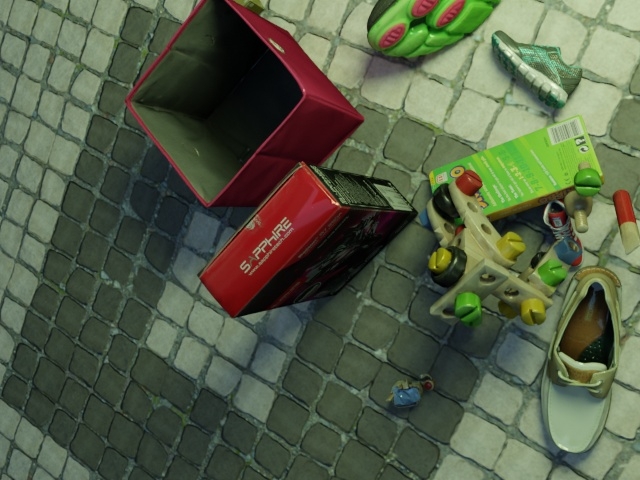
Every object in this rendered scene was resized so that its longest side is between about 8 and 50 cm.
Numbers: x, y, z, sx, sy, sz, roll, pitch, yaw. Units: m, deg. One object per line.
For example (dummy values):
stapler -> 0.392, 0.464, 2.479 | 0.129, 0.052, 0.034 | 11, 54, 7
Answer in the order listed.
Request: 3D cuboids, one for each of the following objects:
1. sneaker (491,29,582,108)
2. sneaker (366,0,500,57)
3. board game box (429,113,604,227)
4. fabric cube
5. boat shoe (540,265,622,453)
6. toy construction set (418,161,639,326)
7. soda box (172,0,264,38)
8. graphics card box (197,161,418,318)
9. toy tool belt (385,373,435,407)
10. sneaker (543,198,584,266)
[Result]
sneaker -> 0.349, -0.289, 1.049 | 0.076, 0.065, 0.166 | -44, 78, 2
sneaker -> 0.228, -0.512, 1.048 | 0.202, 0.185, 0.483 | 45, 106, 35
board game box -> 0.307, -0.102, 1.052 | 0.259, 0.039, 0.124 | -18, 55, 22
fabric cube -> -0.124, -0.230, 1.148 | 0.259, 0.258, 0.254 | -45, 74, 19
boat shoe -> 0.401, 0.191, 1.011 | 0.113, 0.103, 0.303 | 6, 95, 24
toy construction set -> 0.288, 0.035, 0.922 | 0.308, 0.237, 0.257 | -23, 116, 28
soda box -> -0.202, -0.426, 1.281 | 0.181, 0.061, 0.058 | -34, 79, 21
graphics card box -> 0.000, 0.000, 1.039 | 0.233, 0.371, 0.094 | -46, 74, 18
toy tool belt -> 0.159, 0.269, 1.151 | 0.083, 0.051, 0.052 | -22, 83, 23
sneaker -> 0.384, -0.013, 1.031 | 0.042, 0.067, 0.119 | -20, 84, 24
